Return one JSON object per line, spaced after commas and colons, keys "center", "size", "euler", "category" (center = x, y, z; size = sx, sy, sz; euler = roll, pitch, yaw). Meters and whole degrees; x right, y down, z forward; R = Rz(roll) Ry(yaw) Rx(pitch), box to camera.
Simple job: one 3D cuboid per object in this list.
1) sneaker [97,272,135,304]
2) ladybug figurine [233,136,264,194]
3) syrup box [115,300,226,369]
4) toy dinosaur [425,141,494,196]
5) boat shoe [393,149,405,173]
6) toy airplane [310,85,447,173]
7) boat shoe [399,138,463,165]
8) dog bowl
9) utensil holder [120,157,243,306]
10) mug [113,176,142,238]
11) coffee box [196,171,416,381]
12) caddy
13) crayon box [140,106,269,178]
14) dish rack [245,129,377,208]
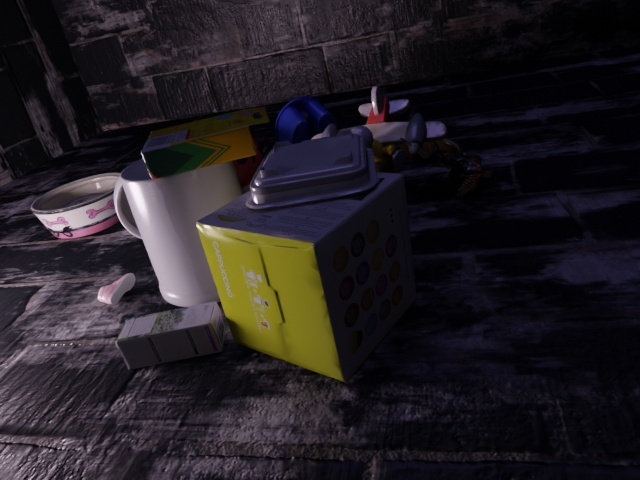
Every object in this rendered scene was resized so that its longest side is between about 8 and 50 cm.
{"center": [-0.635, 0.145, 1.596], "size": [0.070, 0.050, 0.134], "euler": [2, 34, 17], "category": "sneaker"}
{"center": [-0.357, -0.364, 2.150], "size": [0.305, 0.162, 0.449], "euler": [10, 41, -47], "category": "ladybug figurine"}
{"center": [-0.358, 0.231, 1.258], "size": [0.237, 0.096, 0.093], "euler": [-11, 29, 3], "category": "syrup box"}
{"center": [0.479, -0.236, 1.756], "size": [0.219, 0.164, 0.322], "euler": [11, 10, 11], "category": "toy dinosaur"}
{"center": [0.260, -0.290, 2.031], "size": [0.076, 0.080, 0.228], "euler": [9, 41, 33], "category": "boat shoe"}
{"center": [0.180, -0.347, 1.764], "size": [0.384, 0.386, 0.272], "euler": [51, 19, 24], "category": "toy airplane"}
{"center": [0.460, -0.381, 2.069], "size": [0.123, 0.123, 0.342], "euler": [-26, 23, -21], "category": "boat shoe"}
{"center": [-1.007, -0.149, 2.229], "size": [0.409, 0.150, 0.408], "euler": [-10, 27, 5], "category": "dog bowl"}
{"center": [-0.363, -0.057, 1.501], "size": [0.328, 0.385, 0.327], "euler": [-10, 26, 5], "category": "utensil holder"}
{"center": [-0.594, -0.158, 1.979], "size": [0.375, 0.276, 0.328], "euler": [9, 9, -26], "category": "mug"}
{"center": [-0.017, 0.053, 1.182], "size": [0.338, 0.337, 0.334], "euler": [10, 34, 37], "category": "coffee box"}
{"center": [-0.060, -0.436, 2.187], "size": [0.241, 0.341, 0.179], "euler": [-23, 46, -20], "category": "caddy"}
{"center": [-0.285, -0.262, 1.346], "size": [0.319, 0.081, 0.202], "euler": [-14, 27, -2], "category": "crayon box"}
{"center": [-0.020, -0.179, 1.190], "size": [0.286, 0.072, 0.332], "euler": [-9, 24, 8], "category": "dish rack"}
